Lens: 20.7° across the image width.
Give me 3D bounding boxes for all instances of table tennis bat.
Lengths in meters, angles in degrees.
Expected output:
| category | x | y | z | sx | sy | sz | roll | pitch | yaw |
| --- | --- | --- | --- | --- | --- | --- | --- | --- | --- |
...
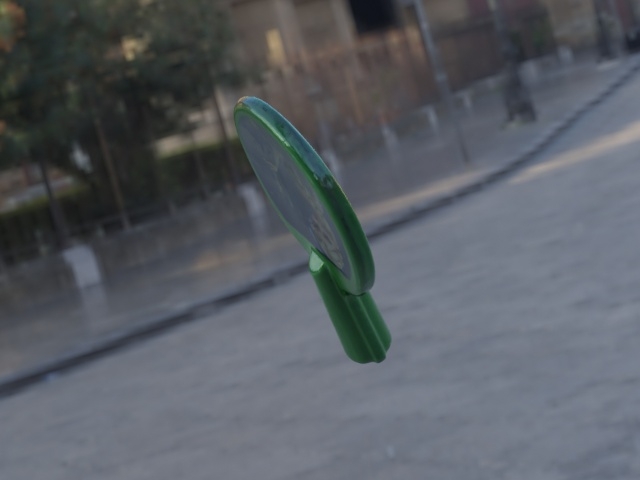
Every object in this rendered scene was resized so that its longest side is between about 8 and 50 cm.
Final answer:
| category | x | y | z | sx | sy | sz | roll | pitch | yaw |
| --- | --- | --- | --- | --- | --- | --- | --- | --- | --- |
| table tennis bat | 0.000 | 0.000 | 1.290 | 0.039 | 0.257 | 0.160 | -35 | 42 | -11 |
